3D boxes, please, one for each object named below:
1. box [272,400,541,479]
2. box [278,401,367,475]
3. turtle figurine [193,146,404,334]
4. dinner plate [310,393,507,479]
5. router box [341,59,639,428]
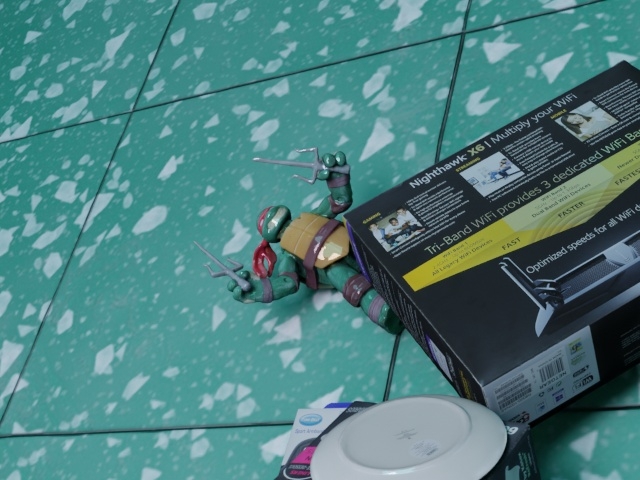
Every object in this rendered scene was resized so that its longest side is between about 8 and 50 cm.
[{"bbox_3d":[0.030,0.245,0.768,0.165,0.143,0.270,0,25,37],"label":"box"},{"bbox_3d":[0.005,0.200,0.998,0.081,0.028,0.136,-7,52,32],"label":"box"},{"bbox_3d":[0.000,0.000,1.112,0.234,0.118,0.175,22,86,28],"label":"turtle figurine"},{"bbox_3d":[0.060,0.141,0.788,0.141,0.017,0.141,-12,22,5],"label":"dinner plate"},{"bbox_3d":[0.208,-0.004,0.940,0.308,0.081,0.243,-29,42,-7],"label":"router box"}]
